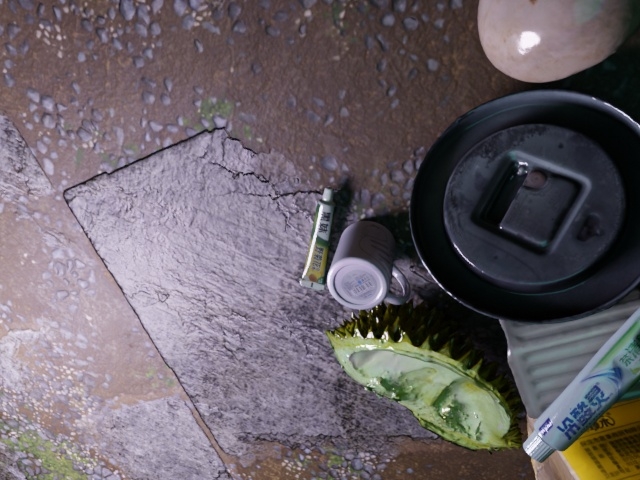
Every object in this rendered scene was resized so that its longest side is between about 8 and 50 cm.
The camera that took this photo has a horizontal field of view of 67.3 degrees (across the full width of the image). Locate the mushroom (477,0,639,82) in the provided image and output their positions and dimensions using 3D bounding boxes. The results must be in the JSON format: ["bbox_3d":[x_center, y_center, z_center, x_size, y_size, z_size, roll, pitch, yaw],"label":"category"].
[{"bbox_3d":[0.304,-0.287,0.585,0.204,0.204,0.204,5,115,10],"label":"mushroom"}]

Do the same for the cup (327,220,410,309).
[{"bbox_3d":[0.088,0.041,0.789,0.136,0.133,0.099,11,119,8],"label":"cup"}]

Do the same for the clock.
[{"bbox_3d":[0.283,-0.044,0.650,0.318,0.066,0.319,-7,75,25],"label":"clock"}]

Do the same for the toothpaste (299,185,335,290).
[{"bbox_3d":[0.000,0.000,0.847,0.049,0.031,0.204,14,119,6],"label":"toothpaste"}]

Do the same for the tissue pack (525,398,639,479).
[{"bbox_3d":[0.543,0.350,0.688,0.381,0.293,0.228,-15,115,1],"label":"tissue pack"}]

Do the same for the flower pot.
[{"bbox_3d":[0.373,0.132,0.724,0.189,0.239,0.209,-19,137,19],"label":"flower pot"}]

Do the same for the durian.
[{"bbox_3d":[0.198,0.241,0.815,0.394,0.163,0.198,39,95,-9],"label":"durian"}]

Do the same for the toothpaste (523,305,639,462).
[{"bbox_3d":[0.361,0.172,0.606,0.074,0.048,0.297,30,111,1],"label":"toothpaste"}]
